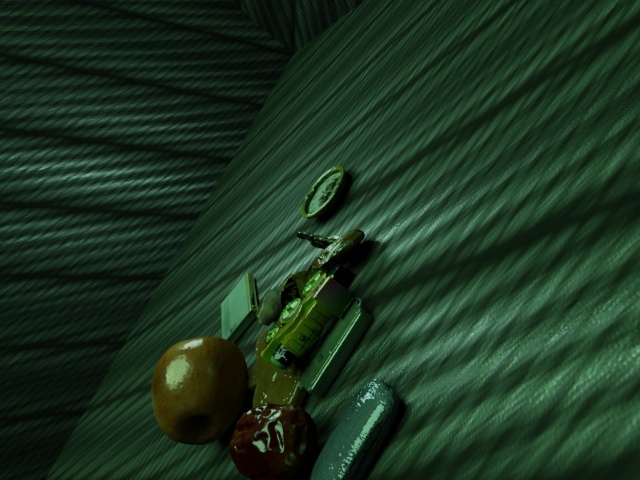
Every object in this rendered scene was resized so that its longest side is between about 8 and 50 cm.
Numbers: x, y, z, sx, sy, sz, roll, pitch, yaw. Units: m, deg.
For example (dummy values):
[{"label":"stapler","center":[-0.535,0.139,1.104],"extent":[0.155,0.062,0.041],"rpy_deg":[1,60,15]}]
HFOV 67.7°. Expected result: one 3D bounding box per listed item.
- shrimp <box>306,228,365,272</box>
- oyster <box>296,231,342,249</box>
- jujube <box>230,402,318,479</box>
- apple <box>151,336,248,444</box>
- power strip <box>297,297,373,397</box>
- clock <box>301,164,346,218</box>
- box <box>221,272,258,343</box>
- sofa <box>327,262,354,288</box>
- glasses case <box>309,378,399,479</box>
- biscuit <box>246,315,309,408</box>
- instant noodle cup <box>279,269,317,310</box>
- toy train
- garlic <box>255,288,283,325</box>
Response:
[{"label":"shrimp","center":[0.025,0.057,1.416],"extent":[0.287,0.063,0.152],"rpy_deg":[-42,0,39]},{"label":"oyster","center":[0.006,0.000,1.525],"extent":[0.177,0.105,0.056],"rpy_deg":[8,82,25]},{"label":"jujube","center":[-0.112,0.467,1.105],"extent":[0.250,0.174,0.174],"rpy_deg":[-22,42,48]},{"label":"apple","center":[-0.361,0.452,1.442],"extent":[0.299,0.298,0.275],"rpy_deg":[-43,37,28]},{"label":"power strip","center":[0.040,0.269,1.198],"extent":[0.272,0.052,0.078],"rpy_deg":[-57,25,-1]},{"label":"clock","center":[0.021,-0.168,1.743],"extent":[0.237,0.057,0.237],"rpy_deg":[-42,27,27]},{"label":"box","center":[-0.320,0.270,1.861],"extent":[0.211,0.045,0.270],"rpy_deg":[-51,26,13]},{"label":"sofa","center":[0.041,0.128,1.350],"extent":[0.118,0.060,0.039],"rpy_deg":[-60,17,-4]},{"label":"glasses case","center":[0.064,0.412,0.966],"extent":[0.283,0.067,0.109],"rpy_deg":[-60,22,-2]},{"label":"biscuit","center":[-0.112,0.363,1.364],"extent":[0.275,0.052,0.355],"rpy_deg":[-47,28,17]},{"label":"instant noodle cup","center":[-0.056,0.156,1.405],"extent":[0.152,0.151,0.122],"rpy_deg":[-60,18,-7]},{"label":"toy train","center":[-0.040,0.210,1.239],"extent":[0.296,0.100,0.160],"rpy_deg":[-53,14,-2]},{"label":"garlic","center":[-0.159,0.211,1.566],"extent":[0.101,0.087,0.195],"rpy_deg":[-50,7,2]}]
